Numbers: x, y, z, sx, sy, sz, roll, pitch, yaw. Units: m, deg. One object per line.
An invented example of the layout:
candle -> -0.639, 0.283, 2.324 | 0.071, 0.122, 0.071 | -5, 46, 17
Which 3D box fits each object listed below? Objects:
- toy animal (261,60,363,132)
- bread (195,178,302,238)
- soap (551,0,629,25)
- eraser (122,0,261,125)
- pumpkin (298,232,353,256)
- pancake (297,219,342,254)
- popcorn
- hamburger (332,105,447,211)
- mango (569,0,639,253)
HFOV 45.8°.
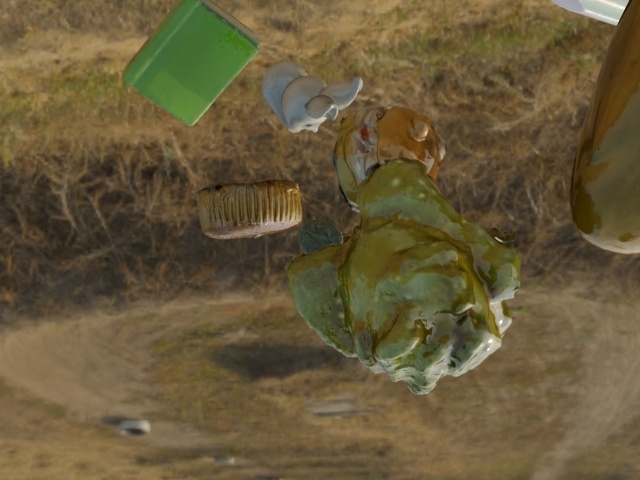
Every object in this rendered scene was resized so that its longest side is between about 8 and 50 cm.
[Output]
toy animal -> -0.006, -0.241, 1.368 | 0.103, 0.220, 0.131 | -27, 126, -22
bread -> -0.132, -0.054, 1.423 | 0.199, 0.104, 0.199 | -7, 179, 0
soap -> 0.510, -0.503, 1.352 | 0.346, 0.208, 0.115 | 2, 160, -33
eraser -> -0.301, -0.430, 1.778 | 0.210, 0.092, 0.274 | 33, 118, -25
pumpkin -> 0.051, 0.089, 1.853 | 0.237, 0.238, 0.159 | -8, 128, 12
pancake -> -0.001, -0.001, 1.752 | 0.108, 0.108, 0.017 | -9, -177, 14
popcorn -> 0.113, 0.080, 1.091 | 0.325, 0.290, 0.321 | 3, 137, -8
hamburger -> 0.184, -0.207, 1.865 | 0.236, 0.277, 0.276 | -3, 159, 34
mango -> 0.468, -0.180, 0.933 | 0.300, 0.232, 0.446 | 16, 105, -43
